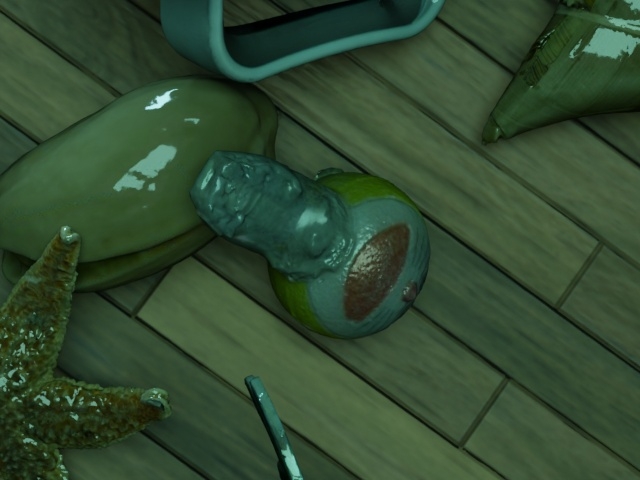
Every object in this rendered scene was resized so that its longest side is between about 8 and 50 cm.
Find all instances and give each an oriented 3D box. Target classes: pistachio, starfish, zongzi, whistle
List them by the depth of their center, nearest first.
[{"bbox_3d":[0.000,0.000,1.272,0.123,0.223,0.123,-17,61,33],"label":"whistle"},{"bbox_3d":[-0.215,0.093,1.281,0.231,0.048,0.295,-39,92,23],"label":"starfish"},{"bbox_3d":[-0.131,-0.041,1.300,0.226,0.136,0.136,-26,87,0],"label":"pistachio"},{"bbox_3d":[0.236,-0.116,1.351,0.194,0.099,0.197,30,93,-1],"label":"zongzi"}]

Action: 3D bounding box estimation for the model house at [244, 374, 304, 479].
[{"bbox_3d":[-0.094,0.290,1.165,0.300,0.323,0.340,-22,87,-7],"label":"model house"}]

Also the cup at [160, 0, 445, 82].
[{"bbox_3d":[0.011,-0.294,1.217,0.311,0.257,0.331,-21,95,-39],"label":"cup"}]
